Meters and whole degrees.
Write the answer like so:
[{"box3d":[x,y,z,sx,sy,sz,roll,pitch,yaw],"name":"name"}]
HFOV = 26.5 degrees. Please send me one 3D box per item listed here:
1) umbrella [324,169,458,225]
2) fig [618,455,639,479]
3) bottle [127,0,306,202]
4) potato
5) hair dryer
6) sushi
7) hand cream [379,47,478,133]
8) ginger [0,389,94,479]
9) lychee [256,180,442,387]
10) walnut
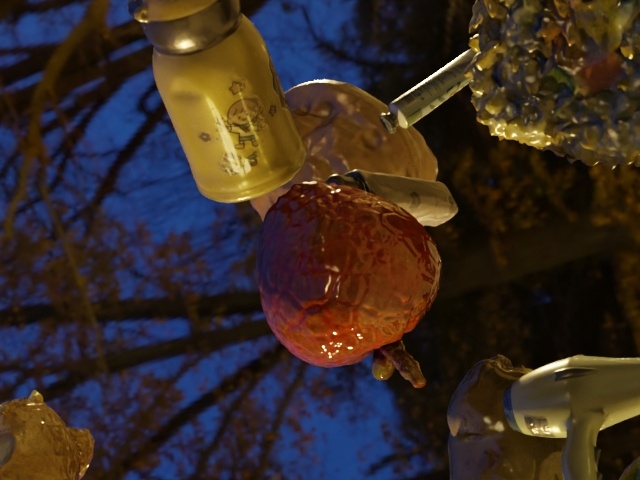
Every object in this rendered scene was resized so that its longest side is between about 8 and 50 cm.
[{"box3d":[0.105,-0.063,2.015,0.073,0.067,0.337,51,-157,22],"name":"umbrella"},{"box3d":[0.520,0.383,1.963,0.181,0.191,0.181,10,-109,-31],"name":"fig"},{"box3d":[-0.148,-0.237,1.917,0.171,0.172,0.351,-76,-27,-51],"name":"bottle"},{"box3d":[0.298,0.346,2.051,0.202,0.218,0.350,6,-106,-63],"name":"potato"},{"box3d":[0.417,0.250,1.836,0.119,0.296,0.298,55,-170,-40],"name":"hair dryer"},{"box3d":[0.369,-0.305,1.869,0.240,0.352,0.396,-29,-52,-61],"name":"sushi"},{"box3d":[0.217,-0.283,2.470,0.088,0.256,0.055,32,156,56],"name":"hand cream"},{"box3d":[-0.307,0.251,1.459,0.157,0.102,0.216,41,-146,-44],"name":"ginger"},{"box3d":[0.042,0.059,1.739,0.300,0.255,0.255,47,-154,0],"name":"lychee"},{"box3d":[0.034,-0.123,2.637,0.383,0.384,0.383,46,-146,-44],"name":"walnut"}]
